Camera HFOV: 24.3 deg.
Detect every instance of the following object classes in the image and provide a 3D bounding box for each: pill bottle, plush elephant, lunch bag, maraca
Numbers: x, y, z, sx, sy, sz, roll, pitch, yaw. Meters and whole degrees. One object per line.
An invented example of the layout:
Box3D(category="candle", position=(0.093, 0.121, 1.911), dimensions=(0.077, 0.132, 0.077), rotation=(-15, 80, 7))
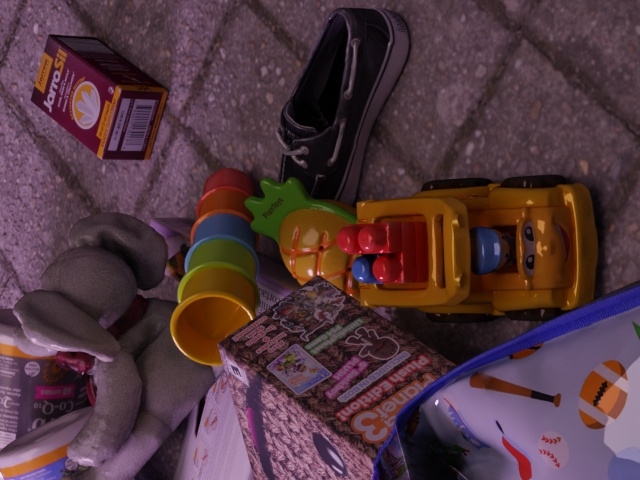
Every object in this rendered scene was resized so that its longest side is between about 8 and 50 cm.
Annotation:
Box3D(category="pill bottle", position=(-0.296, 0.365, 1.922), dimensions=(0.152, 0.152, 0.272), rotation=(-19, 98, 45))
Box3D(category="plush elephant", position=(-0.252, 0.122, 1.765), dimensions=(0.255, 0.272, 0.330), rotation=(41, 123, 0))
Box3D(category="lunch bag", position=(0.279, 0.156, 1.232), dimensions=(0.385, 0.328, 0.238), rotation=(-23, 76, 42))
Box3D(category="maraca", position=(0.000, 0.000, 1.644), dimensions=(0.186, 0.099, 0.127), rotation=(37, 135, -5))
Box3D(category="pill bottle", position=(-0.405, 0.242, 2.055), dimensions=(0.162, 0.162, 0.278), rotation=(16, 103, 45))

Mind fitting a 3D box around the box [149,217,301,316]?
Box3D(category="box", position=(-0.093, 0.048, 1.795), dimensions=(0.324, 0.067, 0.063), rotation=(25, 109, 42))

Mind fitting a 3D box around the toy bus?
Box3D(category="toy bus", position=(0.130, 0.008, 1.462), dimensions=(0.220, 0.211, 0.149), rotation=(-2, 88, 44))

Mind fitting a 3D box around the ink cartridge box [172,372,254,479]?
Box3D(category="ink cartridge box", position=(-0.100, 0.244, 1.816), dimensions=(0.239, 0.060, 0.275), rotation=(-128, 50, -63))

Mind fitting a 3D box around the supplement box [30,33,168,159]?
Box3D(category="supplement box", position=(-0.297, -0.192, 1.988), dimensions=(0.188, 0.081, 0.104), rotation=(37, 117, 39))

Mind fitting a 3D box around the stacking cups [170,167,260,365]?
Box3D(category="stacking cups", position=(-0.107, 0.020, 1.692), dimensions=(0.316, 0.096, 0.096), rotation=(-87, 21, -62))

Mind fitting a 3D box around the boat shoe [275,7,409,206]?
Box3D(category="boat shoe", position=(-0.002, -0.123, 1.670), dimensions=(0.108, 0.102, 0.301), rotation=(45, 122, 36))

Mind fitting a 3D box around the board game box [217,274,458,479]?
Box3D(category="board game box", position=(0.055, 0.213, 1.523), dimensions=(0.291, 0.141, 0.232), rotation=(32, 145, 41))
